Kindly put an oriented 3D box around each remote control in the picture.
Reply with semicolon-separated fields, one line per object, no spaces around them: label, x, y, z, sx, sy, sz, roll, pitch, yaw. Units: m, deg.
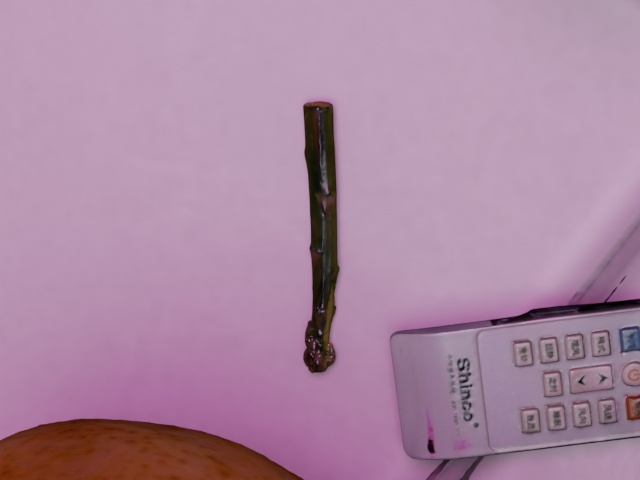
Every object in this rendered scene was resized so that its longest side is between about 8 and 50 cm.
remote control;0.117;0.058;0.739;0.166;0.029;0.065;-7;102;3

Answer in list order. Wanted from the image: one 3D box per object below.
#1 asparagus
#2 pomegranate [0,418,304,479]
asparagus;0.000;0.000;0.743;0.018;0.015;0.127;3;104;15
pomegranate;-0.097;0.272;0.649;0.417;0.416;0.416;1;104;6
